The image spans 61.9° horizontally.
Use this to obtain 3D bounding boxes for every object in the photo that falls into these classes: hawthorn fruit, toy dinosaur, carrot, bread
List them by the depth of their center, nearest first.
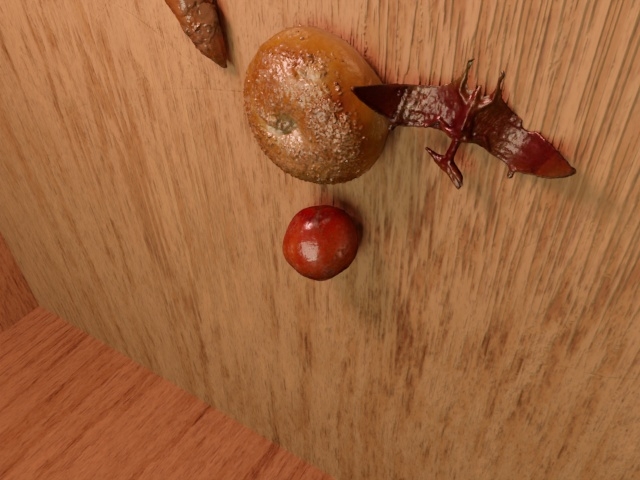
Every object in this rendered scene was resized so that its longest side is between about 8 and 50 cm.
[{"bbox_3d":[0.217,-0.184,0.855,0.327,0.113,0.206,43,129,-9],"label":"toy dinosaur"},{"bbox_3d":[-0.021,-0.235,0.994,0.305,0.159,0.306,23,137,23],"label":"bread"},{"bbox_3d":[-0.252,-0.462,1.055,0.101,0.102,0.263,1,130,39],"label":"carrot"},{"bbox_3d":[0.000,0.000,1.177,0.172,0.173,0.173,22,135,23],"label":"hawthorn fruit"}]
